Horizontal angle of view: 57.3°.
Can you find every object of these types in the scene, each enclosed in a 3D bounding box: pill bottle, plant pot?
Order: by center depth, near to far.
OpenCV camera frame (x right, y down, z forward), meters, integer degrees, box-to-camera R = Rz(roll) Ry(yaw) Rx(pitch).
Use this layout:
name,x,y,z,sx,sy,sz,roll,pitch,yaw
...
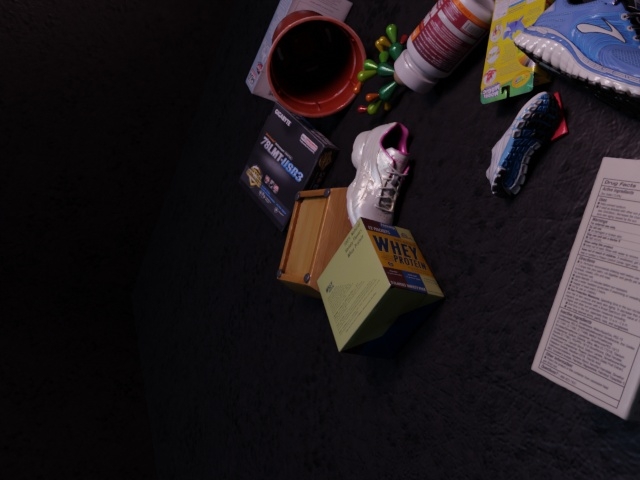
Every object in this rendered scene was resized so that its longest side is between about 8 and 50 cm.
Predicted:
name,x,y,z,sx,sy,sz,roll,pitch,yaw
pill bottle,0.258,-0.419,1.221,0.221,0.121,0.121,-45,40,43
plant pot,-0.029,-0.528,1.671,0.272,0.272,0.265,-60,24,26

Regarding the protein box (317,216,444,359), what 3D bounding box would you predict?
name,x,y,z,sx,sy,sz,roll,pitch,yaw
protein box,0.115,0.100,1.214,0.200,0.136,0.201,-57,33,31

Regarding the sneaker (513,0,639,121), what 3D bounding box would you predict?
name,x,y,z,sx,sy,sz,roll,pitch,yaw
sneaker,0.426,-0.281,0.839,0.147,0.129,0.330,-56,42,20

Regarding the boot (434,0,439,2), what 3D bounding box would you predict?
name,x,y,z,sx,sy,sz,roll,pitch,yaw
boot,0.305,-0.582,1.308,0.118,0.042,0.087,23,91,60

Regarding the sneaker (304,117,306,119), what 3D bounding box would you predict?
name,x,y,z,sx,sy,sz,roll,pitch,yaw
sneaker,-0.076,-0.331,1.855,0.221,0.087,0.128,-55,52,30

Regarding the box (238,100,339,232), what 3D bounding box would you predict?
name,x,y,z,sx,sy,sz,roll,pitch,yaw
box,-0.104,-0.222,1.761,0.295,0.073,0.293,49,121,38

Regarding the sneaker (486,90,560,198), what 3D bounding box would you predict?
name,x,y,z,sx,sy,sz,roll,pitch,yaw
sneaker,0.337,-0.173,1.014,0.083,0.071,0.191,-104,33,-57

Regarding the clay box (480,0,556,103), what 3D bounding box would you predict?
name,x,y,z,sx,sy,sz,roll,pitch,yaw
clay box,0.367,-0.358,1.069,0.127,0.053,0.222,0,78,60

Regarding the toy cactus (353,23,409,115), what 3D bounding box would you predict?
name,x,y,z,sx,sy,sz,roll,pitch,yaw
toy cactus,0.176,-0.399,1.412,0.180,0.112,0.219,28,100,42

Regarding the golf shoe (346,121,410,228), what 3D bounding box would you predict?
name,x,y,z,sx,sy,sz,roll,pitch,yaw
golf shoe,0.136,-0.131,1.319,0.140,0.115,0.306,-25,57,51

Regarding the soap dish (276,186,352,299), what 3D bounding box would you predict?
name,x,y,z,sx,sy,sz,roll,pitch,yaw
soap dish,0.000,0.000,1.490,0.229,0.118,0.291,4,80,61

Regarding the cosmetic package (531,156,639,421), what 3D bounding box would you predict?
name,x,y,z,sx,sy,sz,roll,pitch,yaw
cosmetic package,0.402,0.060,0.727,0.153,0.129,0.296,29,103,62

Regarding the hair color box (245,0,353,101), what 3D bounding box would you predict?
name,x,y,z,sx,sy,sz,roll,pitch,yaw
hair color box,-0.073,-0.618,1.845,0.374,0.185,0.114,-61,32,24

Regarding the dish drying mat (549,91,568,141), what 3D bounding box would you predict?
name,x,y,z,sx,sy,sz,roll,pitch,yaw
dish drying mat,0.397,-0.209,0.990,0.032,0.008,0.083,-37,46,50
